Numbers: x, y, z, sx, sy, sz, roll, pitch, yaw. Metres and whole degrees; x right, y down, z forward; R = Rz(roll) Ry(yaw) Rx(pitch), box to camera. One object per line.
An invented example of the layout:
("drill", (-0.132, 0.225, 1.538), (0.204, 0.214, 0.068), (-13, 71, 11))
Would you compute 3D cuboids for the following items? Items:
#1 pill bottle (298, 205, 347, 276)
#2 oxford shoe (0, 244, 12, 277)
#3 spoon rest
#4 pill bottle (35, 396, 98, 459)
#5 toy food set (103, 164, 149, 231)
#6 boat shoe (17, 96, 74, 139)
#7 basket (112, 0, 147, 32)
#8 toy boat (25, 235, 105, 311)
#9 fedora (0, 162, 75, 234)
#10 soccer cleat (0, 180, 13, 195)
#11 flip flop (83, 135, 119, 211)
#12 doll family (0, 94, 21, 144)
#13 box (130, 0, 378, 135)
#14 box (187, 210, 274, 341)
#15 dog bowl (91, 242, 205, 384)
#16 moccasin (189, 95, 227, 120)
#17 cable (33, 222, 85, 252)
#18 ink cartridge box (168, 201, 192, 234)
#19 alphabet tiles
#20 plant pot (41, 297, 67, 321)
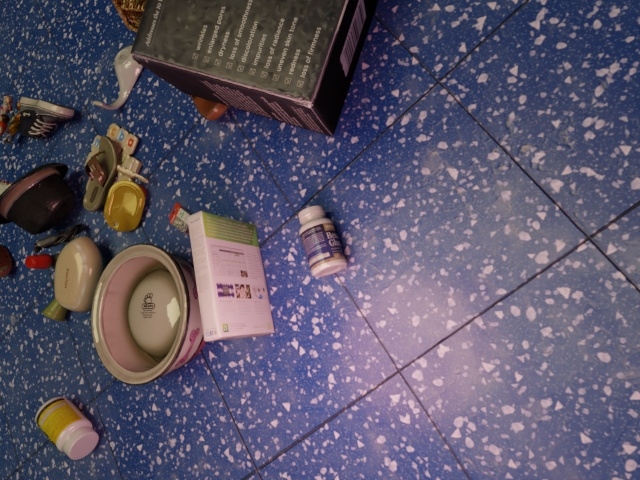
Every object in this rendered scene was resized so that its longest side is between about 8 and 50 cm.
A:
("pill bottle", (0.000, 0.000, 1.174), (0.094, 0.094, 0.169), (-27, 71, 23))
("oxford shoe", (-1.424, 0.085, 1.960), (0.348, 0.123, 0.130), (29, 123, 28))
("spoon rest", (-0.726, -0.595, 1.681), (0.137, 0.084, 0.276), (20, 79, 28))
("pill bottle", (-0.849, 0.630, 1.541), (0.209, 0.119, 0.119), (25, 96, 30))
("toy food set", (-0.656, -0.139, 1.577), (0.128, 0.071, 0.217), (20, 99, -2))
("boat shoe", (-1.111, -0.480, 1.853), (0.341, 0.127, 0.158), (19, 99, 37))
("basket", (-0.614, -0.854, 1.565), (0.299, 0.214, 0.222), (25, 95, 30))
("toy boat", (-0.887, 0.102, 1.638), (0.319, 0.148, 0.267), (14, 95, 22))
("fedora", (-1.037, -0.132, 1.705), (0.334, 0.334, 0.152), (-41, 96, 18))
("soccer cleat", (-1.385, -0.221, 1.989), (0.197, 0.068, 0.076), (14, 93, 27))
("flip flop", (-0.799, -0.237, 1.634), (0.112, 0.080, 0.276), (28, 99, 29))
("doll family", (-1.329, -0.525, 1.989), (0.163, 0.118, 0.262), (-48, 46, 22))
("box", (-0.134, -0.577, 1.150), (0.472, 0.297, 0.479), (19, 93, 10))
("box", (-0.232, 0.096, 1.210), (0.059, 0.232, 0.321), (-18, 74, 25))
("dog bowl", (-0.500, 0.218, 1.390), (0.409, 0.150, 0.407), (-5, 81, 29))
("moccasin", (-0.382, -0.543, 1.431), (0.139, 0.147, 0.379), (-23, 73, 25))
("cable", (-0.953, -0.010, 1.685), (0.185, 0.151, 0.047), (-28, 103, -14))
("ink cartridge box", (-0.450, -0.073, 1.471), (0.115, 0.029, 0.062), (34, 100, 28))
("alphabet tiles", (-0.761, -0.275, 1.676), (0.284, 0.021, 0.277), (31, 101, 29))
("plant pot", (-0.963, 0.243, 1.689), (0.083, 0.083, 0.079), (25, 83, 29))
